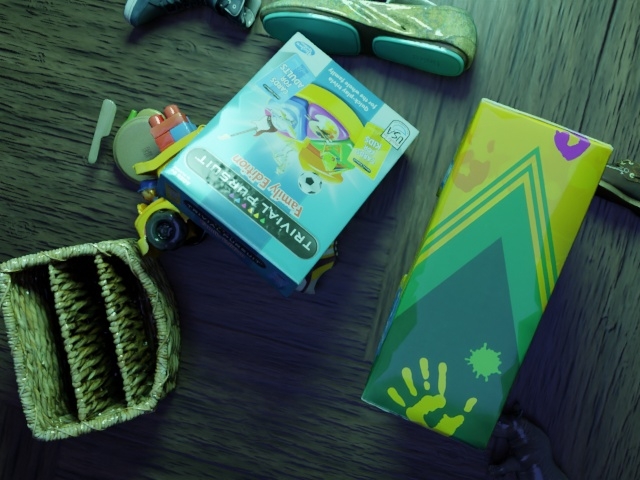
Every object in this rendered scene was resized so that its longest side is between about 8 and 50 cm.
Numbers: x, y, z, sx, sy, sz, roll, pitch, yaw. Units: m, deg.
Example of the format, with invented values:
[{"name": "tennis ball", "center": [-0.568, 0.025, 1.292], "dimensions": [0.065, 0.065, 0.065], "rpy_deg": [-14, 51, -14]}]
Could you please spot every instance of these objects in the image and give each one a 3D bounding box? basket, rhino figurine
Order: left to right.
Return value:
[{"name": "basket", "center": [-0.362, 0.153, 1.266], "dimensions": [0.213, 0.223, 0.299], "rpy_deg": [-10, 91, 9]}, {"name": "rhino figurine", "center": [0.330, 0.358, 1.249], "dimensions": [0.106, 0.073, 0.243], "rpy_deg": [-27, 88, 13]}]

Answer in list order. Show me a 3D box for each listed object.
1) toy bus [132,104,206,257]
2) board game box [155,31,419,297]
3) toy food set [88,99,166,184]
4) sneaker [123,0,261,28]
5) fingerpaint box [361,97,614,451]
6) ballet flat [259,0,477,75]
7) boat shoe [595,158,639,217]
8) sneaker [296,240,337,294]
[{"name": "toy bus", "center": [-0.231, -0.103, 1.263], "dimensions": [0.220, 0.149, 0.211], "rpy_deg": [-33, 90, 10]}, {"name": "board game box", "center": [-0.043, -0.123, 1.176], "dimensions": [0.254, 0.079, 0.336], "rpy_deg": [39, 65, -1]}, {"name": "toy food set", "center": [-0.295, -0.160, 1.333], "dimensions": [0.192, 0.038, 0.132], "rpy_deg": [21, 103, -6]}, {"name": "sneaker", "center": [-0.205, -0.395, 1.276], "dimensions": [0.226, 0.086, 0.163], "rpy_deg": [-38, 85, 8]}, {"name": "fingerpaint box", "center": [0.211, 0.027, 1.058], "dimensions": [0.163, 0.445, 0.371], "rpy_deg": [22, 97, 8]}, {"name": "ballet flat", "center": [0.081, -0.352, 1.232], "dimensions": [0.349, 0.123, 0.123], "rpy_deg": [13, 95, 8]}, {"name": "boat shoe", "center": [0.480, -0.089, 1.201], "dimensions": [0.207, 0.073, 0.073], "rpy_deg": [26, 90, -2]}, {"name": "sneaker", "center": [0.000, 0.000, 1.286], "dimensions": [0.084, 0.069, 0.185], "rpy_deg": [33, 86, -26]}]
